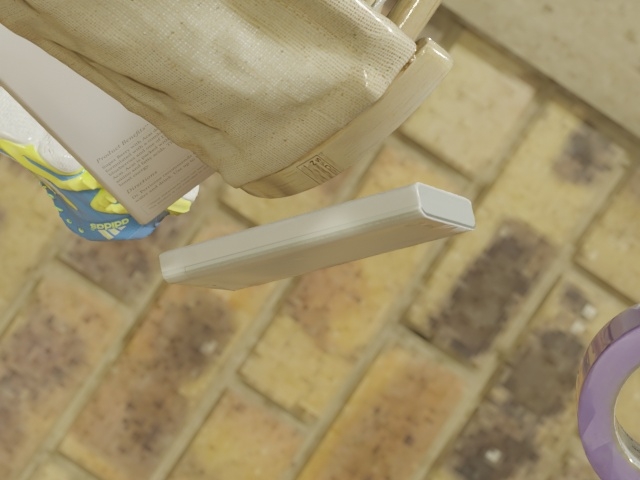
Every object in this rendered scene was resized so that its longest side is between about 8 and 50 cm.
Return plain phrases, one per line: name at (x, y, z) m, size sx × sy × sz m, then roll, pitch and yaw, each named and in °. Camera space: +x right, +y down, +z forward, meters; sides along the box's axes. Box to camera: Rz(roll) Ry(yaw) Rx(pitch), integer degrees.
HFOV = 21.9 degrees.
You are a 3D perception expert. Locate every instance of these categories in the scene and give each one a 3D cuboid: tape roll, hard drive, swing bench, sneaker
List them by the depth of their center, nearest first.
swing bench at (-0.046, -0.189, 0.802) m, size 0.165 × 0.253 × 0.254 m, roll 0°, pitch -120°, yaw 60°
tape roll at (0.327, 0.149, 1.498) m, size 0.189 × 0.189 × 0.080 m, roll -56°, pitch 180°, yaw 15°
sneaker at (-0.244, -0.058, 1.593) m, size 0.126 × 0.240 × 0.091 m, roll -50°, pitch -152°, yaw 37°
hard drive at (0.000, 0.000, 1.859) m, size 0.307 × 0.040 × 0.203 m, roll -14°, pitch 171°, yaw 20°

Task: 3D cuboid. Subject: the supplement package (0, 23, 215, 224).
supplement package at (-0.164, -0.179, 1.233) m, size 0.177 × 0.175 × 0.293 m, roll -37°, pitch 148°, yaw 1°
